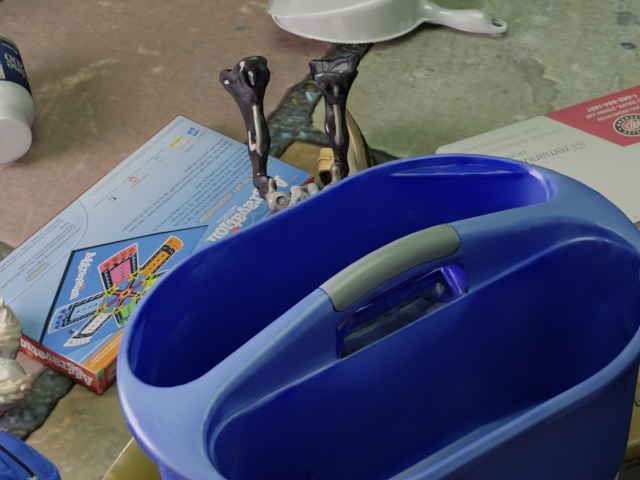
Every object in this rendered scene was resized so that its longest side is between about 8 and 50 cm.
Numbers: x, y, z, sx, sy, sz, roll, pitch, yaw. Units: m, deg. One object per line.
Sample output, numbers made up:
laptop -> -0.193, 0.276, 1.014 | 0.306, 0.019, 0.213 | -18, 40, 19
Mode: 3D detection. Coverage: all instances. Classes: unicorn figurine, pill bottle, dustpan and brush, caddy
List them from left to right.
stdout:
unicorn figurine -> -0.252, 0.096, 1.392 | 0.111, 0.060, 0.162 | -35, 38, -18
pill bottle -> -0.282, -0.122, 1.643 | 0.067, 0.067, 0.120 | -11, 44, -12
caddy -> 0.043, 0.071, 1.159 | 0.341, 0.179, 0.241 | -26, 47, -24
dustpan and brush -> 0.070, -0.223, 1.777 | 0.211, 0.060, 0.147 | 5, 43, 14

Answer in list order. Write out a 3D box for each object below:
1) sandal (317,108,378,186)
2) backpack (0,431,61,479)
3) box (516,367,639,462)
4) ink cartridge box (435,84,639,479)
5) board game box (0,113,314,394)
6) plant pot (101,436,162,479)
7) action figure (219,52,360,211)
sandal -> 0.025, -0.049, 1.577 | 0.049, 0.072, 0.180 | -22, 47, 7
backpack -> -0.231, 0.183, 1.287 | 0.098, 0.101, 0.120 | 36, 48, 25
box -> 0.199, 0.079, 1.288 | 0.201, 0.021, 0.164 | -17, 43, -13
ink cartridge box -> 0.237, 0.026, 1.449 | 0.207, 0.117, 0.283 | -17, 45, -19
board game box -> -0.143, 0.003, 1.537 | 0.145, 0.027, 0.281 | 25, 47, 26
plant pot -> -0.081, 0.157, 1.309 | 0.095, 0.134, 0.134 | 37, 49, 3
action figure -> 0.000, 0.000, 1.448 | 0.164, 0.141, 0.275 | -8, 83, 9
